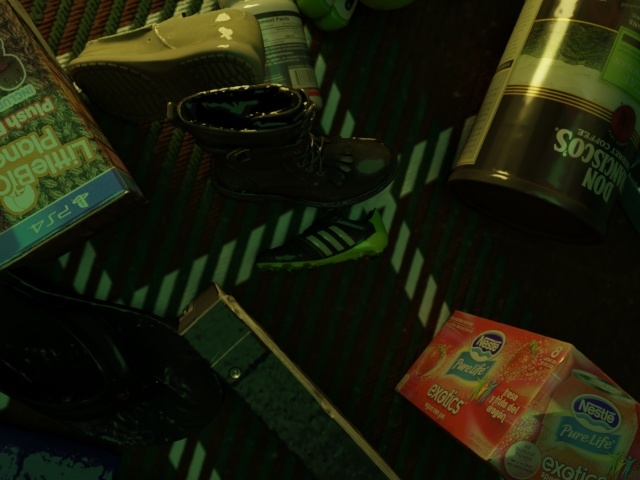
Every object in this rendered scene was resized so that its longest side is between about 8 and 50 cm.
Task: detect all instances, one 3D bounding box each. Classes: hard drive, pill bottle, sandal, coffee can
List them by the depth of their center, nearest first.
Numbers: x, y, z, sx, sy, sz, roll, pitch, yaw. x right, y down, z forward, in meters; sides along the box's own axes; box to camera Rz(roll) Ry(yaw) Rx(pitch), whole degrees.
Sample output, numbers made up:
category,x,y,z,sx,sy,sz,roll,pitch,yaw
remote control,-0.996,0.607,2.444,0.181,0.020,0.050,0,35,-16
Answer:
category,x,y,z,sx,sy,sz,roll,pitch,yaw
sandal,-0.325,0.122,0.758,0.446,0.107,0.167,27,97,-7
hard drive,-0.024,0.192,0.762,0.064,0.237,0.339,-43,97,-8
pill bottle,-0.069,-0.236,0.816,0.108,0.108,0.180,-15,92,-10
coffee can,0.304,-0.158,0.838,0.202,0.201,0.275,24,86,-10

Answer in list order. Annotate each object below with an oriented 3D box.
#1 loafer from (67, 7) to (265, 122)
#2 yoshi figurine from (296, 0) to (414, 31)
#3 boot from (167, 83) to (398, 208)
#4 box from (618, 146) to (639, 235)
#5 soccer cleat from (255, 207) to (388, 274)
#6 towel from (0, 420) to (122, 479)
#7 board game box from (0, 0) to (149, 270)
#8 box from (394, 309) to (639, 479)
category,x,y,z,sx,sy,sz,roll,pitch,yaw
loafer,-0.172,-0.204,0.767,0.269,0.102,0.092,3,56,26
yoshi figurine,0.097,-0.422,0.807,0.204,0.203,0.362,21,89,-16
boot,-0.025,-0.106,0.751,0.263,0.229,0.091,-5,77,-5
box,0.514,-0.022,0.948,0.101,0.060,0.244,-35,96,-9
soccer cleat,0.000,0.000,0.860,0.179,0.060,0.072,-10,82,-16
towel,-0.412,0.317,0.778,0.308,0.076,0.227,20,80,-9
board game box,-0.329,-0.130,0.706,0.141,0.232,0.291,-33,95,-8
box,0.224,0.195,0.774,0.154,0.300,0.142,40,84,-8
